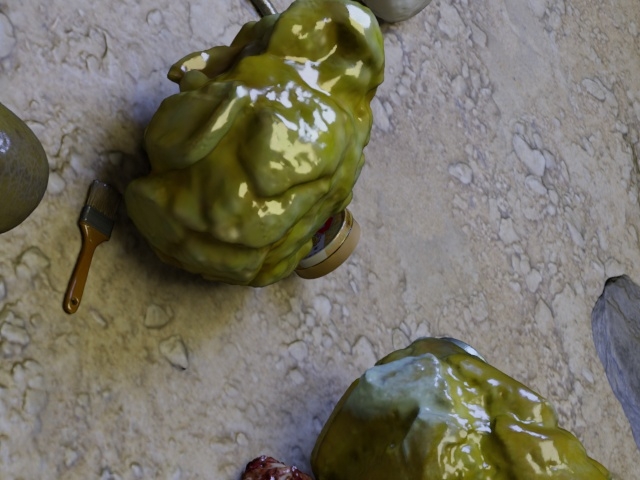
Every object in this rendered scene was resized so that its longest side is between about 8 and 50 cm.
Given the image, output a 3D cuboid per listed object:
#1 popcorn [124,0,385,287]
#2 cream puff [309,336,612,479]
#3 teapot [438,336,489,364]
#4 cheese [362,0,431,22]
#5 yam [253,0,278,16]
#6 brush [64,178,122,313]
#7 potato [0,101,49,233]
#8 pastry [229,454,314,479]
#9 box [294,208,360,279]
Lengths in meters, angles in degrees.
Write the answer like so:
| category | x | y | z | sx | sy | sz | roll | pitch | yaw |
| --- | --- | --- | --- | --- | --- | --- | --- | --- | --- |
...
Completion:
| category | x | y | z | sx | sy | sz | roll | pitch | yaw |
| --- | --- | --- | --- | --- | --- | --- | --- | --- | --- |
| popcorn | -0.061 | -0.102 | 1.741 | 0.293 | 0.292 | 0.334 | 44 | 50 | -34 |
| cream puff | 0.150 | 0.302 | 1.788 | 0.275 | 0.378 | 0.378 | -46 | 112 | -15 |
| teapot | 0.162 | 0.211 | 2.019 | 0.111 | 0.149 | 0.108 | 35 | 55 | 19 |
| cheese | 0.122 | -0.436 | 2.163 | 0.173 | 0.251 | 0.248 | -48 | 125 | -47 |
| yam | -0.060 | -0.294 | 2.034 | 0.116 | 0.021 | 0.021 | 54 | 41 | -15 |
| brush | -0.257 | 0.008 | 1.679 | 0.043 | 0.014 | 0.170 | 35 | 50 | -32 |
| potato | -0.369 | -0.085 | 1.484 | 0.251 | 0.159 | 0.174 | 30 | 55 | -49 |
| pastry | -0.063 | 0.334 | 1.694 | 0.115 | 0.097 | 0.208 | 59 | 37 | -27 |
| box | 0.000 | 0.000 | 1.903 | 0.037 | 0.105 | 0.105 | 48 | 43 | -31 |
